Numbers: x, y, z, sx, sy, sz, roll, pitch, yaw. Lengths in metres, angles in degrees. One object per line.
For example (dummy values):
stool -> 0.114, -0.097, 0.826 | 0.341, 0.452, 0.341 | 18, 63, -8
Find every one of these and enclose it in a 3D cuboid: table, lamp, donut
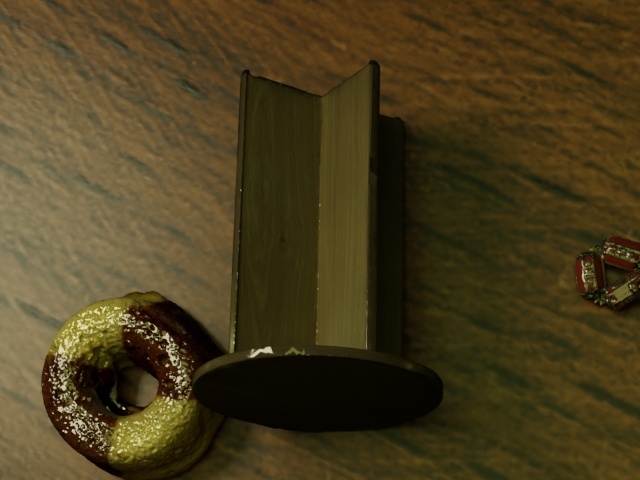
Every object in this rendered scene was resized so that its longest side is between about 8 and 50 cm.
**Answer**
table -> 0.000, 0.000, 1.297 | 0.167, 0.167, 0.226 | -4, 67, 12
lamp -> 0.215, 0.018, 1.297 | 0.083, 0.031, 0.063 | -5, 75, 16
donut -> -0.135, 0.100, 1.344 | 0.140, 0.059, 0.140 | -3, 77, 15
